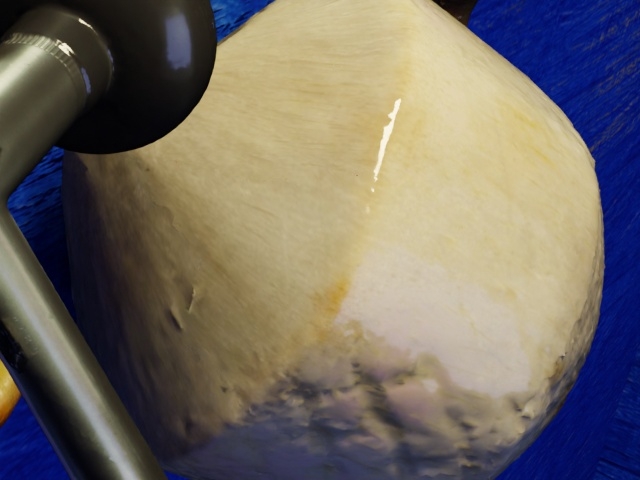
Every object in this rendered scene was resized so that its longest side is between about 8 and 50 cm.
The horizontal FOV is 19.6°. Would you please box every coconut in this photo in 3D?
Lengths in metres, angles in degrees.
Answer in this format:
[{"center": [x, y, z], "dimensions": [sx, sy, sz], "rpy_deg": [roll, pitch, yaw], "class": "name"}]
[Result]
[{"center": [0.000, 0.000, 1.324], "dimensions": [0.415, 0.344, 0.415], "rpy_deg": [4, 83, -35], "class": "coconut"}]

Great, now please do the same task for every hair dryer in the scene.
[{"center": [-0.158, 0.013, 1.031], "dimensions": [0.320, 0.156, 0.284], "rpy_deg": [-68, 150, -48], "class": "hair dryer"}]

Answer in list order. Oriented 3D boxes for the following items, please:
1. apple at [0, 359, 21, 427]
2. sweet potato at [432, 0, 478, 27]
[{"center": [-0.247, 0.058, 1.082], "dimensions": [0.163, 0.139, 0.163], "rpy_deg": [12, 90, -69], "class": "apple"}, {"center": [0.121, -0.250, 1.628], "dimensions": [0.109, 0.109, 0.385], "rpy_deg": [-44, 163, -42], "class": "sweet potato"}]
